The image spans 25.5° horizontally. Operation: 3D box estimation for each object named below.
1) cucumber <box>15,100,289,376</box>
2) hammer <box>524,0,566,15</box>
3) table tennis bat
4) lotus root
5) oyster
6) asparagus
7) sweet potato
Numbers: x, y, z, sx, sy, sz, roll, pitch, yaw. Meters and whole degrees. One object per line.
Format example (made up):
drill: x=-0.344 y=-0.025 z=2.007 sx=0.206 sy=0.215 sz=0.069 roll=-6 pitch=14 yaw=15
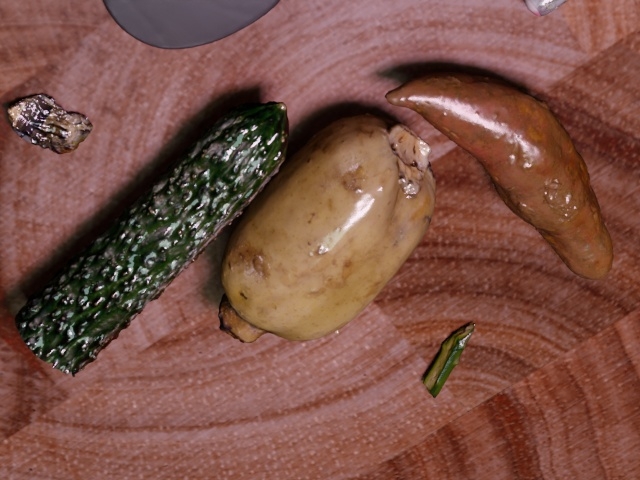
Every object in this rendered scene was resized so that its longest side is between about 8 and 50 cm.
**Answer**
cucumber: x=-0.157 y=-0.014 z=1.398 sx=0.096 sy=0.096 sz=0.359 roll=36 pitch=107 yaw=-31
hammer: x=0.207 y=-0.257 z=1.352 sx=0.052 sy=0.031 sz=0.083 roll=-35 pitch=114 yaw=9
table tennis bat: x=-0.072 y=-0.268 z=1.282 sx=0.274 sy=0.021 sz=0.154 roll=-25 pitch=127 yaw=7
lotus root: x=0.000 y=0.000 z=1.410 sx=0.160 sy=0.146 sz=0.284 roll=37 pitch=112 yaw=-21
oyster: x=-0.261 y=-0.109 z=1.348 sx=0.083 sy=0.019 sz=0.054 roll=27 pitch=115 yaw=-28
asparagus: x=0.146 y=0.135 z=1.613 sx=0.021 sy=0.025 sz=0.108 roll=6 pitch=122 yaw=-41
sweet potato: x=0.214 y=-0.079 z=1.435 sx=0.106 sy=0.095 sz=0.354 roll=-43 pitch=124 yaw=12
